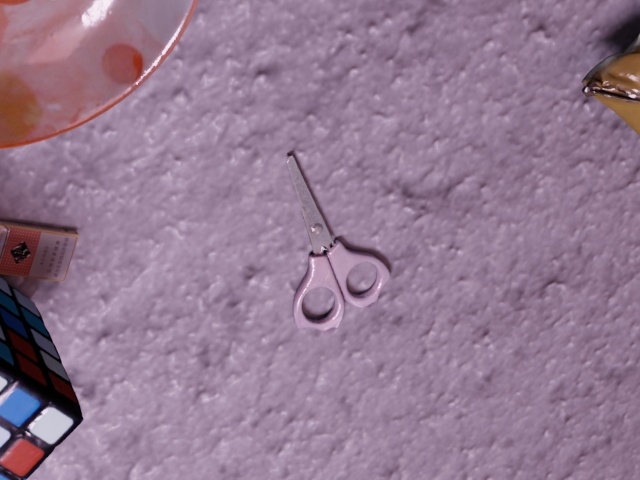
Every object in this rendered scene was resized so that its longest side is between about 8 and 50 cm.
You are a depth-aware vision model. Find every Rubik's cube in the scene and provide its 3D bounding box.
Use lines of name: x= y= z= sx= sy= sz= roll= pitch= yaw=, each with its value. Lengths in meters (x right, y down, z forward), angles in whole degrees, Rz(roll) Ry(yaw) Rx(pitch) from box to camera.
Rubik's cube: x=-0.322 y=0.110 z=1.403 sx=0.184 sy=0.187 sz=0.182 roll=-46 pitch=126 yaw=5

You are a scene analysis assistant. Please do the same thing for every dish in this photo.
dish: x=-0.219 y=-0.189 z=1.332 sx=0.260 sy=0.085 sz=0.260 roll=-25 pitch=149 yaw=-17

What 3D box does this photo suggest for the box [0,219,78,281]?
box: x=-0.246 y=0.008 z=1.497 sx=0.083 sy=0.012 sz=0.046 roll=8 pitch=113 yaw=-30

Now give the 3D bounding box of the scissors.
scissors: x=0.000 y=0.000 z=1.615 sx=0.100 sy=0.015 sz=0.189 roll=-29 pitch=123 yaw=-11

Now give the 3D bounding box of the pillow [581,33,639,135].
pillow: x=0.428 y=-0.158 z=1.672 sx=0.310 sy=0.119 sz=0.312 roll=-47 pitch=125 yaw=-1
